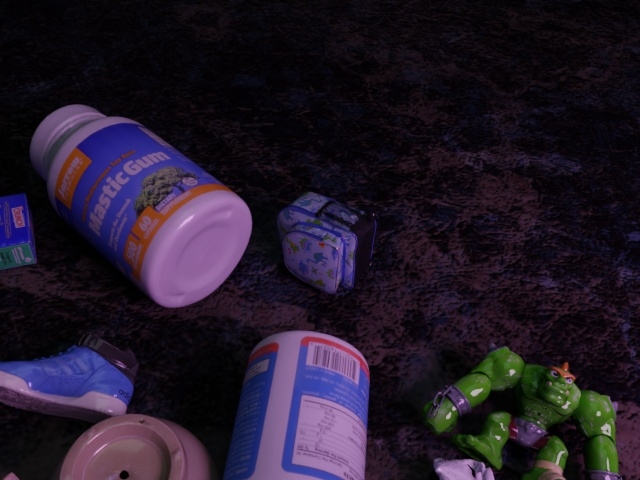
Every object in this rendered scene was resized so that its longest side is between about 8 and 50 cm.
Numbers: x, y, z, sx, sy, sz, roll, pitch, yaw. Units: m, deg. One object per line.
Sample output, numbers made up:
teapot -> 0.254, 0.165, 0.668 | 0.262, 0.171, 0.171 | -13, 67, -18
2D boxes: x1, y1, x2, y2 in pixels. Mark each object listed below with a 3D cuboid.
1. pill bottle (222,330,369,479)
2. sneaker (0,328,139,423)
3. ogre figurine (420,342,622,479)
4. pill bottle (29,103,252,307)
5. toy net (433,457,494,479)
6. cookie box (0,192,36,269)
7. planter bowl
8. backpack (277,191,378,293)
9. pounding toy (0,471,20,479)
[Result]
pill bottle -> -0.022, 0.202, 0.551 | 0.124, 0.124, 0.222 | 8, 46, 1
sneaker -> -0.261, 0.128, 0.634 | 0.152, 0.058, 0.085 | 12, 52, -1
ogre figurine -> 0.211, 0.180, 0.628 | 0.196, 0.097, 0.118 | 17, 63, 30
pill bottle -> -0.225, -0.054, 0.751 | 0.272, 0.152, 0.152 | 35, 52, 24
toy net -> 0.184, 0.266, 0.536 | 0.045, 0.122, 0.232 | -49, 37, 6
cookie box -> -0.407, -0.006, 0.759 | 0.107, 0.040, 0.092 | -12, 49, -17
planter bowl -> -0.160, 0.216, 0.530 | 0.161, 0.109, 0.162 | 4, 47, -4
backpack -> 0.000, 0.000, 0.761 | 0.114, 0.105, 0.084 | 27, 48, 25
pounding toy -> -0.303, 0.282, 0.434 | 0.094, 0.206, 0.181 | 55, 31, -10
